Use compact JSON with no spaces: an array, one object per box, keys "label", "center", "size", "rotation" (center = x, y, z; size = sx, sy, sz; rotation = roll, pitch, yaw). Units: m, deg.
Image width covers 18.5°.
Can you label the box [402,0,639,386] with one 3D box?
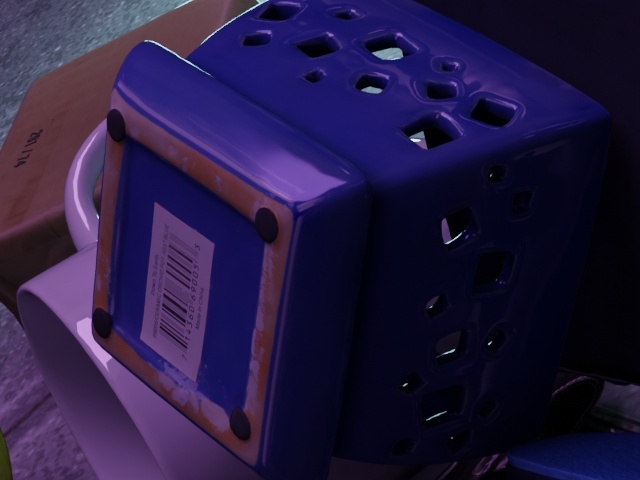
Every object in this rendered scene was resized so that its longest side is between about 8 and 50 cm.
[{"label":"box","center":[0.299,-0.217,1.231],"size":[0.472,0.480,0.297],"rotation":[-26,20,-30]}]

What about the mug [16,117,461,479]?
[{"label":"mug","center":[-0.041,0.037,1.470],"size":[0.328,0.374,0.276],"rotation":[-30,-21,-18]}]

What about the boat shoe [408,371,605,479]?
[{"label":"boat shoe","center":[0.134,0.164,1.390],"size":[0.219,0.078,0.070],"rotation":[-43,37,-14]}]

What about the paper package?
[{"label":"paper package","center":[-0.186,-0.074,2.039],"size":[0.309,0.168,0.325],"rotation":[-23,32,25]}]

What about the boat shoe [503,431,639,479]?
[{"label":"boat shoe","center":[0.214,0.167,1.071],"size":[0.258,0.089,0.109],"rotation":[10,19,37]}]

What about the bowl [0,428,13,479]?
[{"label":"bowl","center":[-0.368,0.270,1.698],"size":[0.289,0.156,0.289],"rotation":[-28,26,15]}]

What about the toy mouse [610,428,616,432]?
[{"label":"toy mouse","center":[0.198,0.184,1.319],"size":[0.161,0.031,0.143],"rotation":[-22,29,24]}]

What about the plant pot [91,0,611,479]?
[{"label":"plant pot","center":[0.000,0.000,1.140],"size":[0.212,0.236,0.236],"rotation":[-17,37,-39]}]
